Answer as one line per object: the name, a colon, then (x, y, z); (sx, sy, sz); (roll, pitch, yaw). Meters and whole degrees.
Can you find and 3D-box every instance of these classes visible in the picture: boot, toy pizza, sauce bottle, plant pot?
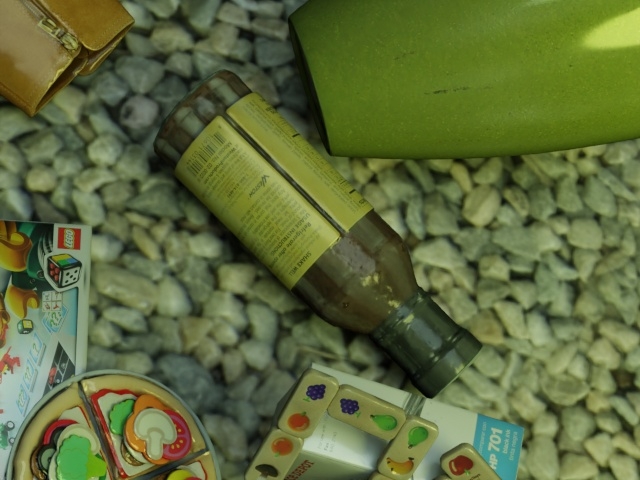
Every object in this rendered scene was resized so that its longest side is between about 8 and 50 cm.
boot: (-0.257, -0.272, 1.220); (0.211, 0.104, 0.295); (35, 71, -6)
toy pizza: (-0.159, 0.202, 1.060); (0.201, 0.032, 0.201); (15, 65, -35)
sauce bottle: (0.000, 0.000, 1.174); (0.111, 0.111, 0.344); (-41, 85, -24)
plant pot: (0.128, -0.186, 1.212); (0.293, 0.275, 0.274); (-17, 75, -3)

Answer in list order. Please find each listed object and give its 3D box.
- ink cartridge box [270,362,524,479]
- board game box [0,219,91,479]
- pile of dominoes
ink cartridge box: (0.056, 0.183, 1.105); (0.191, 0.139, 0.082); (19, 66, -7)
board game box: (-0.293, 0.129, 1.080); (0.193, 0.053, 0.305); (3, 70, -14)
pile of dominoes: (0.021, 0.241, 1.032); (0.196, 0.251, 0.040); (24, 25, -10)
